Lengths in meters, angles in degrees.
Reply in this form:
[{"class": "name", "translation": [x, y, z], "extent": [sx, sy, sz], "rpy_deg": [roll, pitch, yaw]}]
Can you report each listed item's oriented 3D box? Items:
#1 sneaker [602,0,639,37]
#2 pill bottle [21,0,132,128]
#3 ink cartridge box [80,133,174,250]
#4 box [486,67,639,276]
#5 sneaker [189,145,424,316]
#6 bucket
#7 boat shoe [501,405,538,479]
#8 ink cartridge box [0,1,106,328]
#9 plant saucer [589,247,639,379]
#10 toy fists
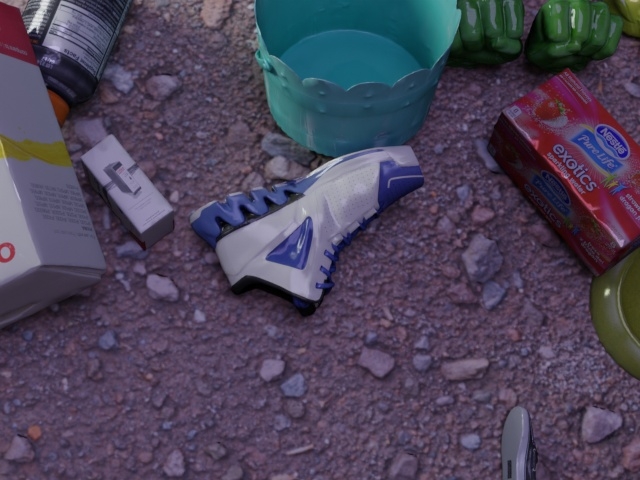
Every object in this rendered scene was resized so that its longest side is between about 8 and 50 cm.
[{"class": "sneaker", "translation": [0.547, -0.329, 1.741], "extent": [0.240, 0.091, 0.126], "rpy_deg": [44, 73, 6]}, {"class": "pill bottle", "translation": [-0.351, -0.277, 1.585], "extent": [0.130, 0.130, 0.245], "rpy_deg": [20, 73, -2]}, {"class": "ink cartridge box", "translation": [-0.259, -0.063, 1.556], "extent": [0.056, 0.099, 0.135], "rpy_deg": [-38, 82, -14]}, {"class": "box", "translation": [0.368, -0.096, 1.622], "extent": [0.128, 0.122, 0.257], "rpy_deg": [-33, 74, -15]}, {"class": "sneaker", "translation": [-0.001, 0.000, 1.571], "extent": [0.316, 0.127, 0.182], "rpy_deg": [-19, 82, -5]}, {"class": "bucket", "translation": [0.043, -0.260, 1.577], "extent": [0.281, 0.183, 0.281], "rpy_deg": [2, 59, -3]}, {"class": "boat shoe", "translation": [0.273, 0.297, 1.562], "extent": [0.040, 0.049, 0.142], "rpy_deg": [12, 74, -24]}, {"class": "ink cartridge box", "translation": [-0.470, -0.082, 1.447], "extent": [0.279, 0.160, 0.384], "rpy_deg": [-25, 79, 16]}, {"class": "plant saucer", "translation": [0.506, 0.091, 1.650], "extent": [0.241, 0.037, 0.240], "rpy_deg": [2, 74, -7]}, {"class": "toy fists", "translation": [0.295, -0.298, 1.671], "extent": [0.279, 0.142, 0.096], "rpy_deg": [3, 75, -6]}]
